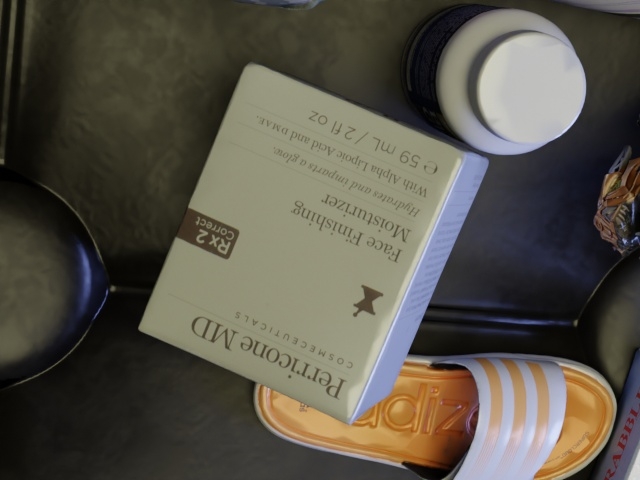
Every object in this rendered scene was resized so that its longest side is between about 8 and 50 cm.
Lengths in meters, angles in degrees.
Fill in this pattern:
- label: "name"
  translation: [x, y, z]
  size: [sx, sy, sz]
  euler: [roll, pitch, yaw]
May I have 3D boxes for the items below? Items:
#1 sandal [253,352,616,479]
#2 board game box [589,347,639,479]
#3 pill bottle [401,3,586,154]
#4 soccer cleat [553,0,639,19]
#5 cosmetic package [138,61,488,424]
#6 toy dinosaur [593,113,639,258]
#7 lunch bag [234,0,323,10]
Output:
- label: "sandal"
  translation: [0.086, 0.131, 1.176]
  size: [0.265, 0.076, 0.102]
  euler: [5, 99, -11]
- label: "board game box"
  translation: [0.330, 0.279, 1.249]
  size: [0.318, 0.066, 0.318]
  euler: [18, 96, -12]
- label: "pill bottle"
  translation: [0.114, -0.106, 1.092]
  size: [0.094, 0.169, 0.094]
  euler: [-2, 100, -9]
- label: "soccer cleat"
  translation: [0.185, -0.202, 1.135]
  size: [0.318, 0.116, 0.108]
  euler: [16, 68, -28]
- label: "cosmetic package"
  translation: [0.000, 0.000, 1.081]
  size: [0.151, 0.151, 0.183]
  euler: [23, 95, 10]
- label: "toy dinosaur"
  translation: [0.338, -0.078, 1.099]
  size: [0.322, 0.218, 0.164]
  euler: [-46, 137, 0]
- label: "lunch bag"
  translation: [-0.097, -0.261, 0.985]
  size: [0.305, 0.256, 0.212]
  euler: [12, 97, -11]
